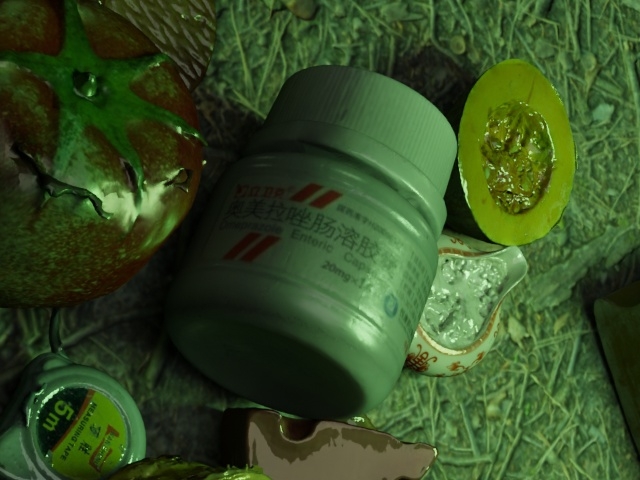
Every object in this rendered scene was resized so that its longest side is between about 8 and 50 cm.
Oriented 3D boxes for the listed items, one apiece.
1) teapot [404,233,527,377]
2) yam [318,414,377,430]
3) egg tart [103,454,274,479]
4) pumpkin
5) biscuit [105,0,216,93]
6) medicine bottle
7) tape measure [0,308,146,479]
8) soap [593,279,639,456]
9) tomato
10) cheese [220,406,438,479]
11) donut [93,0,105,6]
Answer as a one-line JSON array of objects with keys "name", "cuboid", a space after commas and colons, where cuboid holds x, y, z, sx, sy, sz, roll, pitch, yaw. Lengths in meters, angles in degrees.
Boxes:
[{"name": "teapot", "cuboid": [0.119, 0.078, 1.753, 0.245, 0.116, 0.159, -41, 114, -36]}, {"name": "yam", "cuboid": [0.073, 0.261, 1.711, 0.057, 0.056, 0.241, -39, 98, -34]}, {"name": "egg tart", "cuboid": [-0.163, 0.288, 1.440, 0.294, 0.294, 0.123, -17, 54, -35]}, {"name": "pumpkin", "cuboid": [0.197, -0.093, 1.859, 0.217, 0.110, 0.217, 10, 76, -44]}, {"name": "biscuit", "cuboid": [-0.227, -0.246, 1.648, 0.262, 0.037, 0.262, 8, 75, -30]}, {"name": "medicine bottle", "cuboid": [0.000, 0.000, 1.610, 0.245, 0.245, 0.306, 34, 60, -22]}, {"name": "tape measure", "cuboid": [-0.213, 0.127, 1.544, 0.164, 0.084, 0.330, 41, 53, -18]}, {"name": "soap", "cuboid": [0.532, 0.152, 1.980, 0.335, 0.156, 0.294, -20, 92, -35]}, {"name": "tomato", "cuboid": [-0.263, -0.075, 1.445, 0.303, 0.239, 0.304, 24, 45, -26]}, {"name": "cheese", "cuboid": [-0.019, 0.228, 1.589, 0.177, 0.128, 0.203, 44, 76, -8]}, {"name": "donut", "cuboid": [-0.274, -0.246, 1.563, 0.140, 0.059, 0.141, 7, 77, -34]}]
